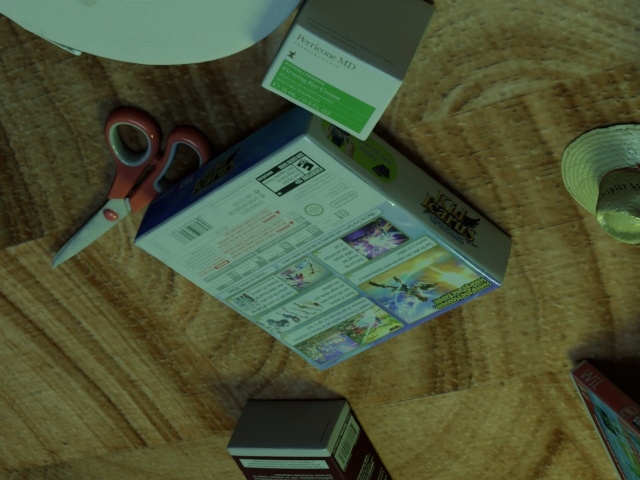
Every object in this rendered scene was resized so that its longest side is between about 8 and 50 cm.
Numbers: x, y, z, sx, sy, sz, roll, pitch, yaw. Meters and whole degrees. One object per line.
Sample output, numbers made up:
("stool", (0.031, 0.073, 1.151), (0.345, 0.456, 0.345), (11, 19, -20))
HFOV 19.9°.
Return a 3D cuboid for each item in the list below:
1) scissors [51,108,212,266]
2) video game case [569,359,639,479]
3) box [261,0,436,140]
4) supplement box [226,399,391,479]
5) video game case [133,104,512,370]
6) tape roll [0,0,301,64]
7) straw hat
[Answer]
("scissors", (-0.191, -0.030, 1.815), (0.109, 0.021, 0.297), (25, 140, -6))
("video game case", (0.351, 0.252, 1.730), (0.285, 0.025, 0.204), (44, 167, 51))
("box", (0.024, -0.159, 1.499), (0.101, 0.102, 0.087), (28, 139, -5))
("supplement box", (0.008, 0.279, 2.034), (0.130, 0.073, 0.239), (-3, 134, 29))
("video game case", (0.000, 0.000, 1.715), (0.244, 0.061, 0.269), (37, 139, -23))
("tape roll", (-0.172, -0.304, 1.452), (0.392, 0.072, 0.392), (13, 141, 11))
("straw hat", (0.270, -0.031, 1.560), (0.144, 0.061, 0.144), (14, 140, 12))
